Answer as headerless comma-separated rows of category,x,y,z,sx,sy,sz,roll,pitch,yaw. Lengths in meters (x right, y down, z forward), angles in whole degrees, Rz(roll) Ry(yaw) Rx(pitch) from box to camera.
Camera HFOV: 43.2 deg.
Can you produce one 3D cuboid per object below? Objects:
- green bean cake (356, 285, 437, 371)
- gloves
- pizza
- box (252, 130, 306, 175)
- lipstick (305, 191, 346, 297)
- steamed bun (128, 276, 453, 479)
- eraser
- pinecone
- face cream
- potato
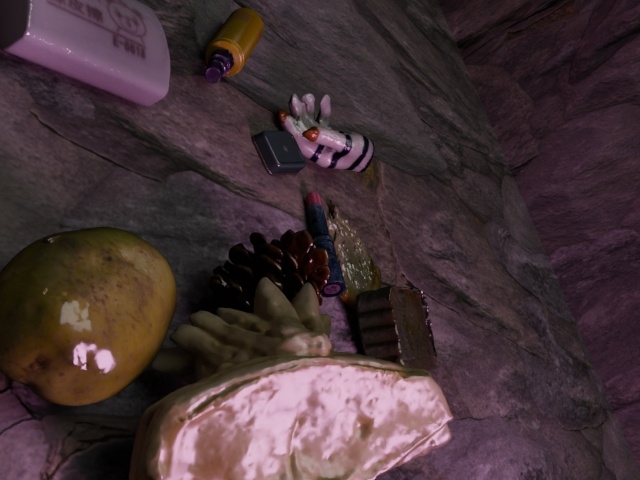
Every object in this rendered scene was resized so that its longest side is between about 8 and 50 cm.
green bean cake,0.145,0.178,1.569,0.181,0.094,0.173,4,74,-60
gloves,0.003,-0.221,1.729,0.219,0.131,0.140,15,47,-16
pizza,0.061,0.026,1.663,0.181,0.034,0.262,12,54,-56
box,-0.079,-0.177,1.611,0.126,0.031,0.091,-10,73,-61
lipstick,0.000,0.000,1.571,0.053,0.053,0.234,32,35,-45
steamed bun,-0.056,0.185,1.016,0.428,0.189,0.247,-10,103,-29
eraser,-0.351,-0.317,1.197,0.270,0.095,0.174,14,55,-55
pinecone,-0.084,0.089,1.186,0.212,0.169,0.185,-54,155,-56
face cream,-0.176,-0.375,1.579,0.078,0.078,0.273,50,28,-22
potato,-0.265,0.080,0.900,0.228,0.149,0.197,-77,146,-51
